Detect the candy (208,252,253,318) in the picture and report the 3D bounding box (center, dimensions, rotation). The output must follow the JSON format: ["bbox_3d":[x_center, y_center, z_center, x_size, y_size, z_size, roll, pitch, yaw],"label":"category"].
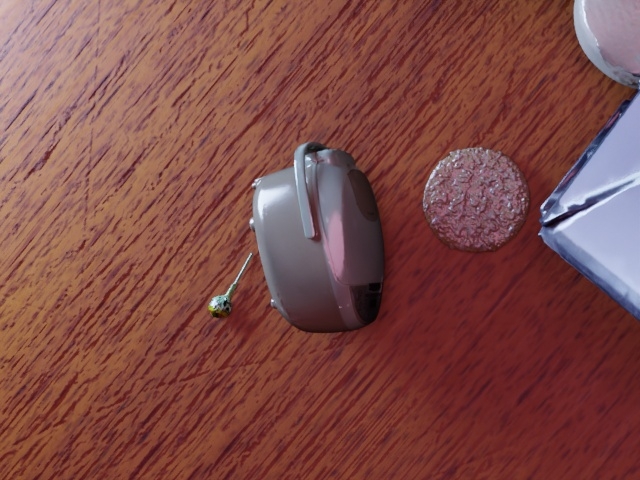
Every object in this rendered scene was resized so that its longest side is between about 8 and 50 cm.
[{"bbox_3d":[-0.099,0.049,1.873,0.025,0.023,0.083,22,82,48],"label":"candy"}]

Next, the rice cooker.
[{"bbox_3d":[0.000,0.000,1.798,0.127,0.145,0.206,-18,84,17],"label":"rice cooker"}]

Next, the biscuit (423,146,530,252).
[{"bbox_3d":[0.171,-0.045,1.837,0.120,0.015,0.120,0,88,8],"label":"biscuit"}]

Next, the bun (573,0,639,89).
[{"bbox_3d":[0.356,-0.239,1.764,0.172,0.120,0.173,-2,83,14],"label":"bun"}]

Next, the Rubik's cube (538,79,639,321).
[{"bbox_3d":[0.447,-0.014,1.609,0.307,0.305,0.310,34,97,-24],"label":"Rubik's cube"}]
